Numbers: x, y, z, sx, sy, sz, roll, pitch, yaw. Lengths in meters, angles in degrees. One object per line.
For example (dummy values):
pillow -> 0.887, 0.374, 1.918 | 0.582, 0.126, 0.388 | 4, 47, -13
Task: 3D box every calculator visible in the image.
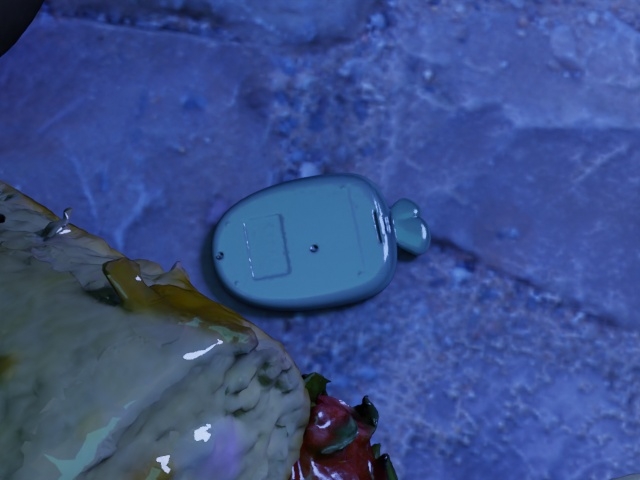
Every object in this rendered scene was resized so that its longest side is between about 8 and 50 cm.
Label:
calculator -> 0.000, 0.000, 0.838 | 0.153, 0.021, 0.095 | -10, 75, 0

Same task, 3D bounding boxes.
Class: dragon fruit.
dragon fruit -> -0.022, 0.192, 0.734 | 0.137, 0.135, 0.235 | 4, 94, 11

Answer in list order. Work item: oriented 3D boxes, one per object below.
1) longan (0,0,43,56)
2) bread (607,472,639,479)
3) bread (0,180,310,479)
longan -> -0.298, -0.211, 0.803 | 0.248, 0.248, 0.248 | 0, 74, 0
bread -> 0.148, 0.280, 0.698 | 0.316, 0.054, 0.315 | -1, 94, -9
bread -> -0.198, 0.080, 0.657 | 0.375, 0.165, 0.236 | 25, 72, 43
